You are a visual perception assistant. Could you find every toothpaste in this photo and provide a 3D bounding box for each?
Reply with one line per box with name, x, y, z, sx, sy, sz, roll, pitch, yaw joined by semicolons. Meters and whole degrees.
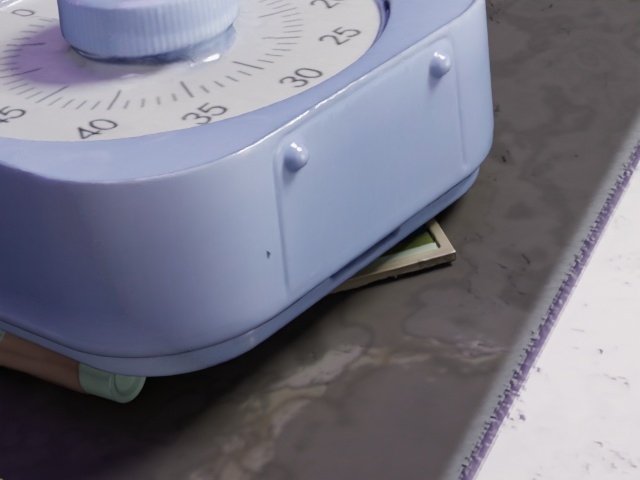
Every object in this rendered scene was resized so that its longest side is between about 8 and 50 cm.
toothpaste;-0.194;0.058;1.064;0.205;0.036;0.056;14;45;33

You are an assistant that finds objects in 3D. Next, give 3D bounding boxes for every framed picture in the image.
framed picture;0.000;0.000;1.120;0.149;0.011;0.109;-16;37;-9

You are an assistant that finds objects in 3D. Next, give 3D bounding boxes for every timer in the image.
timer;-0.111;-0.096;1.108;0.395;0.173;0.395;-5;30;3

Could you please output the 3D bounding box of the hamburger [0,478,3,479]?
hamburger;-0.191;0.223;0.749;0.259;0.144;0.283;16;37;34
